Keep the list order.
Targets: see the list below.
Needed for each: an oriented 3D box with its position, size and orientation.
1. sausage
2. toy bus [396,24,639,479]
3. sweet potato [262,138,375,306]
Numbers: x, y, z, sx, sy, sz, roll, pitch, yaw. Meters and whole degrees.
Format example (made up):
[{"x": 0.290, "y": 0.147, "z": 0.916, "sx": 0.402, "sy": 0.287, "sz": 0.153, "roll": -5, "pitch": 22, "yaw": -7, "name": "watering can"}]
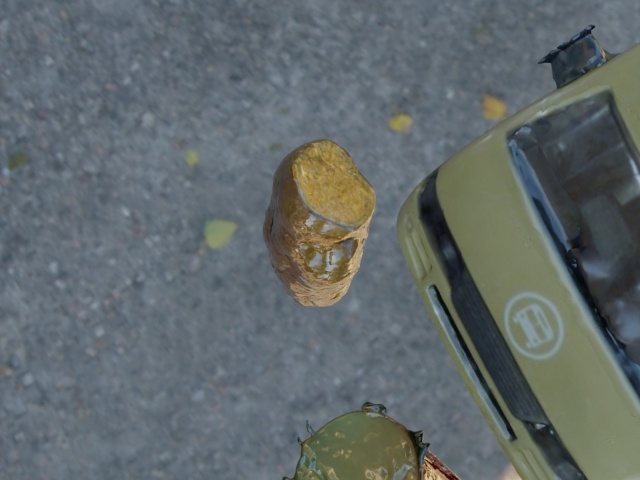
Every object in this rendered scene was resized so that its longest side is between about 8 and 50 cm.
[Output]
[{"x": 0.070, "y": 0.172, "z": 0.812, "sx": 0.083, "sy": 0.083, "sz": 0.264, "roll": -45, "pitch": 145, "yaw": -1, "name": "sausage"}, {"x": 0.223, "y": -0.028, "z": 0.613, "sx": 0.365, "sy": 0.177, "sz": 0.202, "roll": -22, "pitch": 170, "yaw": -35, "name": "toy bus"}, {"x": 0.000, "y": 0.000, "z": 1.182, "sx": 0.097, "sy": 0.097, "sz": 0.252, "roll": -29, "pitch": 158, "yaw": -13, "name": "sweet potato"}]
